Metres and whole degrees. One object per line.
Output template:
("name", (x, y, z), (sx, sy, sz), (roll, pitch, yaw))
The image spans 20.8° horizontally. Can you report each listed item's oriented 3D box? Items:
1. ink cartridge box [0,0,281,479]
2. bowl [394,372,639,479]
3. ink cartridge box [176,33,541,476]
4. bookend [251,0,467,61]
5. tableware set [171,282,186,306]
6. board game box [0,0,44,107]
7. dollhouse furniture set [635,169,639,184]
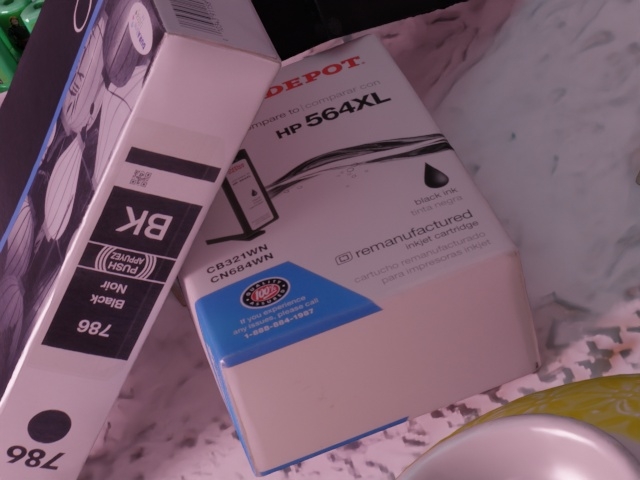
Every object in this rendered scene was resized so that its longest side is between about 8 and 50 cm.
("ink cartridge box", (-0.130, 0.000, 0.875), (0.333, 0.065, 0.165), (-64, 31, 27))
("bowl", (0.095, 0.151, 0.628), (0.289, 0.156, 0.289), (-20, 43, 20))
("ink cartridge box", (0.000, 0.000, 0.869), (0.148, 0.086, 0.203), (-21, 40, -6))
("bookend", (0.003, -0.145, 1.010), (0.156, 0.072, 0.157), (-21, 3, -39))
("tableware set", (-0.053, -0.037, 1.017), (0.154, 0.024, 0.104), (-43, 40, -5))
("board game box", (-0.071, -0.291, 1.205), (0.390, 0.050, 0.390), (-21, 42, 6))
("dollhouse furniture set", (0.152, -0.013, 0.808), (0.081, 0.091, 0.114), (-2, 53, 55))
